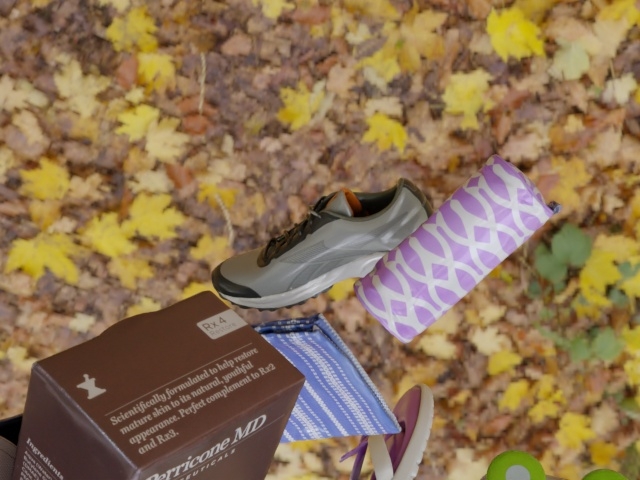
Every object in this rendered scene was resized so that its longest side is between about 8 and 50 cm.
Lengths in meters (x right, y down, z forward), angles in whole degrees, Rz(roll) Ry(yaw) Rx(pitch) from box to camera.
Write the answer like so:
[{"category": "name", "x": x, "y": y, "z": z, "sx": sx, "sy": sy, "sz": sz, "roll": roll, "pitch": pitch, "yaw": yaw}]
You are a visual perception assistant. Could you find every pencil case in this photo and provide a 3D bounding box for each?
[{"category": "pencil case", "x": 0.125, "y": 0.005, "z": 0.975, "sx": 0.206, "sy": 0.088, "sz": 0.086, "roll": -42, "pitch": 114, "yaw": 8}]

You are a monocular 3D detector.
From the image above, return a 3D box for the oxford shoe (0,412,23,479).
[{"category": "oxford shoe", "x": -0.345, "y": 0.223, "z": 0.894, "sx": 0.130, "sy": 0.363, "sz": 0.133, "roll": 21, "pitch": 107, "yaw": 26}]

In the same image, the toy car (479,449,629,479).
[{"category": "toy car", "x": 0.197, "y": 0.305, "z": 0.897, "sx": 0.149, "sy": 0.188, "sz": 0.155, "roll": 9, "pitch": 152, "yaw": 14}]

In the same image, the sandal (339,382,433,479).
[{"category": "sandal", "x": 0.081, "y": 0.363, "z": 1.595, "sx": 0.102, "sy": 0.416, "sz": 0.169, "roll": 31, "pitch": 132, "yaw": -3}]

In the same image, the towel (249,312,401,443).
[{"category": "towel", "x": -0.103, "y": 0.185, "z": 1.195, "sx": 0.336, "sy": 0.040, "sz": 0.243, "roll": -10, "pitch": 138, "yaw": 23}]

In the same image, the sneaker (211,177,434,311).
[{"category": "sneaker", "x": 0.000, "y": 0.000, "z": 1.121, "sx": 0.271, "sy": 0.100, "sz": 0.108, "roll": -16, "pitch": 117, "yaw": 18}]

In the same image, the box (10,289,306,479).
[{"category": "box", "x": -0.167, "y": 0.247, "z": 0.911, "sx": 0.143, "sy": 0.191, "sz": 0.381, "roll": 37, "pitch": 128, "yaw": 26}]
